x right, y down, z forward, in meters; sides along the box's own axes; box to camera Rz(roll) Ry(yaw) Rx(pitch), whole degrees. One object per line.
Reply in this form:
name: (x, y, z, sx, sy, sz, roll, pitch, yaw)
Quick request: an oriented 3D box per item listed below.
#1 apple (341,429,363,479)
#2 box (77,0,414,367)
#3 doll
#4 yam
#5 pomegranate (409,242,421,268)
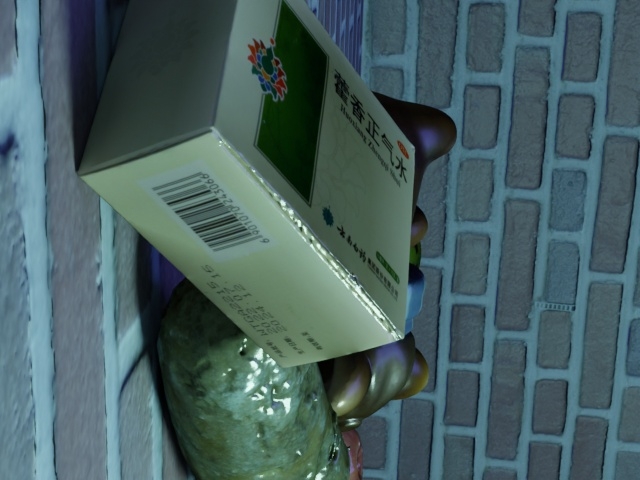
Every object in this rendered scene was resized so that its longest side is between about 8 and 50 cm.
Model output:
apple: (0.002, 0.323, 1.694, 0.153, 0.119, 0.154, 3, 90, -84)
box: (-0.031, -0.050, 0.716, 0.212, 0.095, 0.168, 48, 35, -41)
doll: (0.005, 0.006, 1.120, 0.318, 0.209, 0.340, -27, 122, -66)
yam: (-0.049, 0.127, 0.898, 0.330, 0.133, 0.133, 81, 13, -55)
pomegranate: (0.021, 0.037, 1.501, 0.248, 0.202, 0.202, -57, -174, 20)
